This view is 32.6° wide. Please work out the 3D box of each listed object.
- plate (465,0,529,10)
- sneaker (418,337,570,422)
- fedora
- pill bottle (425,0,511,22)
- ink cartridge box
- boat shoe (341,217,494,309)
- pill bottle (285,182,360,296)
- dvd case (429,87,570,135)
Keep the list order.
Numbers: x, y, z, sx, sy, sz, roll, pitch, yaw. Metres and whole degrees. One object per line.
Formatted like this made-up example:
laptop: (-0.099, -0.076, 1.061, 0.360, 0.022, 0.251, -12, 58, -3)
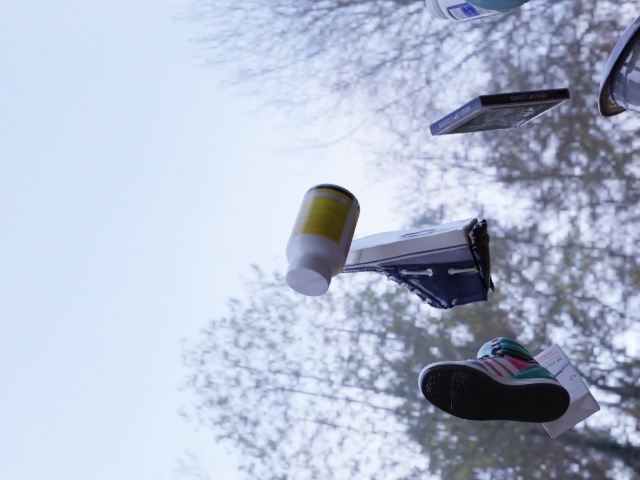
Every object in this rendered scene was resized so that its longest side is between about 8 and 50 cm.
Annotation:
plate: (0.281, -0.452, 1.708, 0.024, 0.188, 0.188, -78, -25, -68)
sneaker: (0.313, 0.256, 2.096, 0.295, 0.178, 0.124, 11, -73, -14)
fedora: (0.620, -0.300, 1.945, 0.243, 0.124, 0.275, -29, -34, -21)
pill bottle: (0.309, -0.510, 2.254, 0.112, 0.186, 0.112, -1, -89, -37)
ink cartridge box: (0.469, 0.291, 2.220, 0.115, 0.198, 0.067, -34, -56, 7)
boat shoe: (0.174, 0.064, 2.114, 0.127, 0.340, 0.158, -34, -69, -57)
pill bottle: (0.000, 0.000, 1.830, 0.103, 0.103, 0.184, 56, -142, -37)
dvd case: (0.370, -0.265, 2.256, 0.238, 0.179, 0.030, -8, -101, -30)
